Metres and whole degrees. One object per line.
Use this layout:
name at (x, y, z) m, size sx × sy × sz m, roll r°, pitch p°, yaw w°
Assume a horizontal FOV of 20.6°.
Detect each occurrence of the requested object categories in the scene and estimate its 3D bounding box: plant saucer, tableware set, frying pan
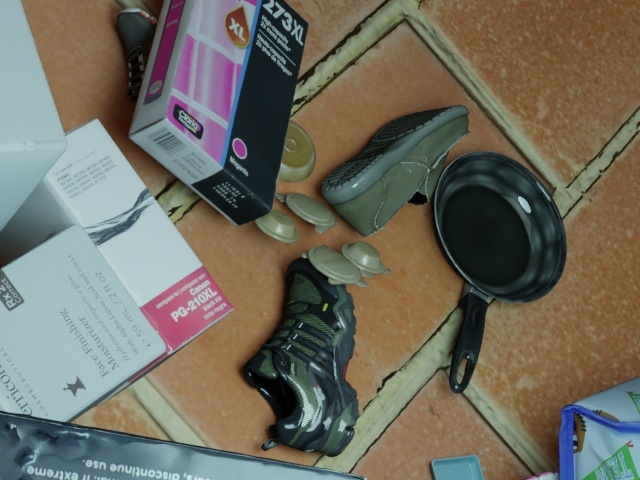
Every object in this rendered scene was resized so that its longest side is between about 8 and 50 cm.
plant saucer at (-0.038, -0.108, 2.035) m, size 0.083 × 0.015 × 0.083 m, roll 15°, pitch 60°, yaw -27°
plant saucer at (0.170, 0.335, 1.958) m, size 0.067 × 0.018 × 0.192 m, roll -2°, pitch 70°, yaw -34°
tableware set at (0.000, 0.000, 1.951) m, size 0.168 × 0.020 × 0.141 m, roll 39°, pitch 25°, yaw 22°
frying pan at (0.216, 0.046, 2.106) m, size 0.197 × 0.053 × 0.326 m, roll 11°, pitch 64°, yaw -29°

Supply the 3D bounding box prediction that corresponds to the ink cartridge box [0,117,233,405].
ink cartridge box at (-0.223, 0.022, 1.749) m, size 0.100 × 0.172 × 0.237 m, roll -35°, pitch 89°, yaw -40°

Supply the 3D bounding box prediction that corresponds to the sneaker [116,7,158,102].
sneaker at (-0.189, -0.185, 1.947) m, size 0.065 × 0.061 × 0.158 m, roll -30°, pitch 86°, yaw -33°

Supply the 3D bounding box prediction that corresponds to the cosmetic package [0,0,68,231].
cosmetic package at (-0.414, -0.225, 1.681) m, size 0.161 × 0.230 × 0.453 m, roll -5°, pitch 66°, yaw -37°

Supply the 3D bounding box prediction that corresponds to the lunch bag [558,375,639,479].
lunch bag at (0.435, 0.348, 1.952) m, size 0.328 × 0.239 × 0.385 m, roll -11°, pitch 106°, yaw -47°

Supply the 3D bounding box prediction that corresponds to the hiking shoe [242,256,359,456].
hiking shoe at (-0.025, 0.118, 1.890) m, size 0.114 × 0.086 × 0.227 m, roll 8°, pitch 63°, yaw -31°

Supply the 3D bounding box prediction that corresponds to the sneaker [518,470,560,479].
sneaker at (0.195, 0.333, 1.909) m, size 0.252 × 0.103 × 0.111 m, roll -25°, pitch 87°, yaw -32°

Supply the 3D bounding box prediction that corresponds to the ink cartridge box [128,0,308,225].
ink cartridge box at (-0.102, -0.211, 1.962) m, size 0.176 × 0.069 × 0.371 m, roll 40°, pitch 41°, yaw -34°

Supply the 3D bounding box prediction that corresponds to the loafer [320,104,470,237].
loafer at (0.096, -0.083, 2.076) m, size 0.251 × 0.094 × 0.087 m, roll -37°, pitch 111°, yaw -38°

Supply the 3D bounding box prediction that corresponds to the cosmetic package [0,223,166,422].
cosmetic package at (-0.277, 0.109, 1.634) m, size 0.183 × 0.151 × 0.151 m, roll -36°, pitch 89°, yaw -39°

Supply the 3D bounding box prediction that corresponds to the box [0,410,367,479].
box at (-0.189, 0.420, 1.319) m, size 0.297 × 0.480 × 0.472 m, roll 13°, pitch 70°, yaw -14°
